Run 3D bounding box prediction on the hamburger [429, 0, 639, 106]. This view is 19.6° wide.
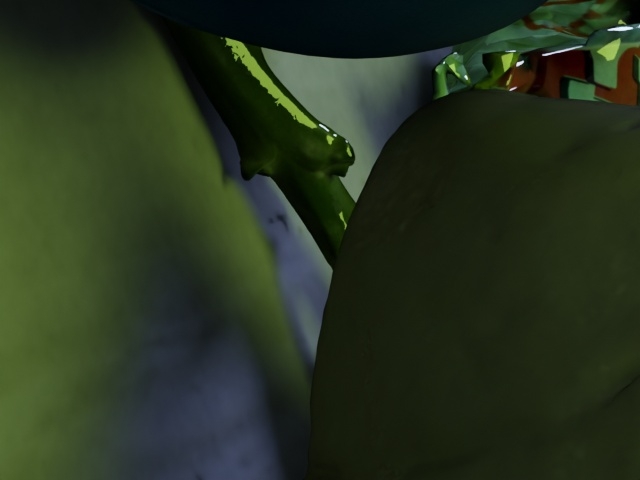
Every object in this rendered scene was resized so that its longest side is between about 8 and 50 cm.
[{"bbox_3d":[0.139,-0.030,0.826,0.260,0.150,0.276,46,53,-20],"label":"hamburger"}]

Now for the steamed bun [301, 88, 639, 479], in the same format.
[{"bbox_3d":[0.115,0.158,0.535,0.236,0.247,0.383,-49,132,-28],"label":"steamed bun"}]

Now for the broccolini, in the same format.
[{"bbox_3d":[-0.002,0.000,0.630,0.216,0.058,0.067,54,-5,-26],"label":"broccolini"}]

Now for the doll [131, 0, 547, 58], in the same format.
[{"bbox_3d":[0.016,-0.178,0.533,0.284,0.240,0.310,33,17,1],"label":"doll"}]
